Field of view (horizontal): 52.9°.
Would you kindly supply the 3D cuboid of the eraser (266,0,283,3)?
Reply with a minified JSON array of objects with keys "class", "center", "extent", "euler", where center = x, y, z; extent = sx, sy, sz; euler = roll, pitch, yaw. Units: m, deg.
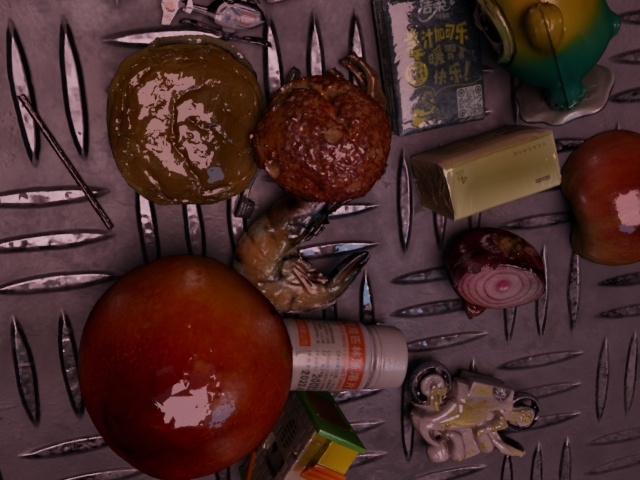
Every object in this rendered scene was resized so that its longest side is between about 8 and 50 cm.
[{"class":"eraser","center":[0.000,-0.531,1.103],"extent":[0.244,0.059,0.204],"euler":[-14,107,-8]}]

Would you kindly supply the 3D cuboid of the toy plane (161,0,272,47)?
[{"class":"toy plane","center":[-0.171,-0.387,1.098],"extent":[0.197,0.053,0.078],"euler":[6,111,-21]}]

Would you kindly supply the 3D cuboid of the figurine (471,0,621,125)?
[{"class":"figurine","center":[0.395,-0.390,1.130],"extent":[0.232,0.323,0.340],"euler":[-16,136,24]}]

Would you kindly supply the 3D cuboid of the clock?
[{"class":"clock","center":[-0.054,0.431,1.254],"extent":[0.106,0.220,0.255],"euler":[30,95,-22]}]

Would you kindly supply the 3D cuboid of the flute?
[{"class":"flute","center":[-0.435,-0.130,1.109],"extent":[0.014,0.014,0.269],"euler":[-31,110,-6]}]

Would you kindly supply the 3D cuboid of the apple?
[{"class":"apple","center":[0.659,-0.077,1.353],"extent":[0.252,0.163,0.292],"euler":[-22,110,-8]}]

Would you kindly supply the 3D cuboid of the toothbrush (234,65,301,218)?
[{"class":"toothbrush","center":[-0.096,-0.177,1.184],"extent":[0.031,0.030,0.297],"euler":[17,99,-28]}]

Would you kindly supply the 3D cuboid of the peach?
[{"class":"peach","center":[-0.221,0.214,1.070],"extent":[0.389,0.388,0.387],"euler":[-4,105,-15]}]

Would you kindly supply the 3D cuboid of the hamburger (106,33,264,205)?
[{"class":"hamburger","center":[-0.222,-0.200,1.088],"extent":[0.266,0.134,0.284],"euler":[-5,107,-12]}]

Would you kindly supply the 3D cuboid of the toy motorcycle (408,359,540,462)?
[{"class":"toy motorcycle","center":[0.320,0.395,1.409],"extent":[0.341,0.108,0.222],"euler":[18,98,-18]}]

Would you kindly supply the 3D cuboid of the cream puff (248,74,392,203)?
[{"class":"cream puff","center":[0.003,-0.176,1.072],"extent":[0.240,0.240,0.164],"euler":[-31,154,-6]}]

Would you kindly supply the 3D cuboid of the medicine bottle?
[{"class":"medicine bottle","center":[0.035,0.227,1.268],"extent":[0.252,0.144,0.144],"euler":[7,102,-19]}]

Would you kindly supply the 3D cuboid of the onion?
[{"class":"onion","center":[0.346,0.073,1.327],"extent":[0.195,0.139,0.218],"euler":[2,139,-10]}]

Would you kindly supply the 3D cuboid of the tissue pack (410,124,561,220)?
[{"class":"tissue pack","center":[0.317,-0.135,1.242],"extent":[0.234,0.159,0.125],"euler":[-19,109,-10]}]

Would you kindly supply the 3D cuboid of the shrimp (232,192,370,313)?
[{"class":"shrimp","center":[0.000,0.000,1.213],"extent":[0.365,0.071,0.233],"euler":[-40,109,11]}]

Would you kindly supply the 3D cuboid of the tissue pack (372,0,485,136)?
[{"class":"tissue pack","center":[0.206,-0.337,1.200],"extent":[0.186,0.081,0.256],"euler":[-14,107,-13]}]

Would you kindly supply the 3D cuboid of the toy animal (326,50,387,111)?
[{"class":"toy animal","center":[0.056,-0.210,1.208],"extent":[0.149,0.054,0.275],"euler":[-11,108,-10]}]
